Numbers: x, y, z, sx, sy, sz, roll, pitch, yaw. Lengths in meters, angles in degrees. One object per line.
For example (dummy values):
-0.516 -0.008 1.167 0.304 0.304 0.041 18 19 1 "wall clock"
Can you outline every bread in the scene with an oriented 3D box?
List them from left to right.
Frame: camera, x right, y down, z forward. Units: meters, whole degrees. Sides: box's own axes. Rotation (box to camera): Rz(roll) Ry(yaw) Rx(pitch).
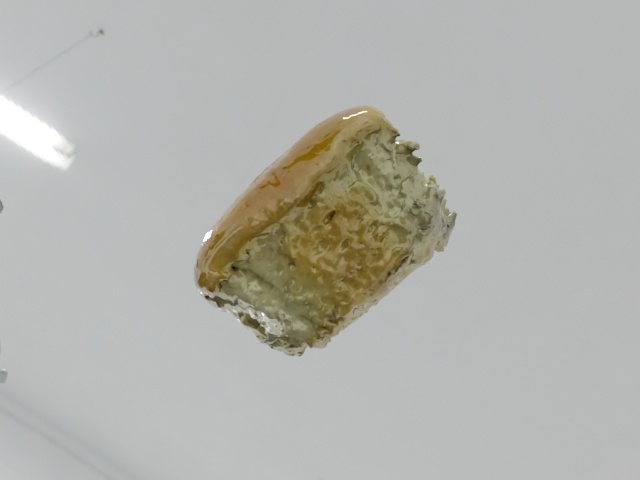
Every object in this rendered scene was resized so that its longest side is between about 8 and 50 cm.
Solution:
0.000 0.000 0.706 0.174 0.245 0.121 -37 -90 -1 "bread"

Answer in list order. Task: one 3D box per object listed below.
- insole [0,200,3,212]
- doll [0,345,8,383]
-0.473 -0.033 0.986 0.322 0.007 0.109 0 -28 -21 "insole"
-0.288 0.075 0.676 0.163 0.106 0.062 10 -93 -3 "doll"
